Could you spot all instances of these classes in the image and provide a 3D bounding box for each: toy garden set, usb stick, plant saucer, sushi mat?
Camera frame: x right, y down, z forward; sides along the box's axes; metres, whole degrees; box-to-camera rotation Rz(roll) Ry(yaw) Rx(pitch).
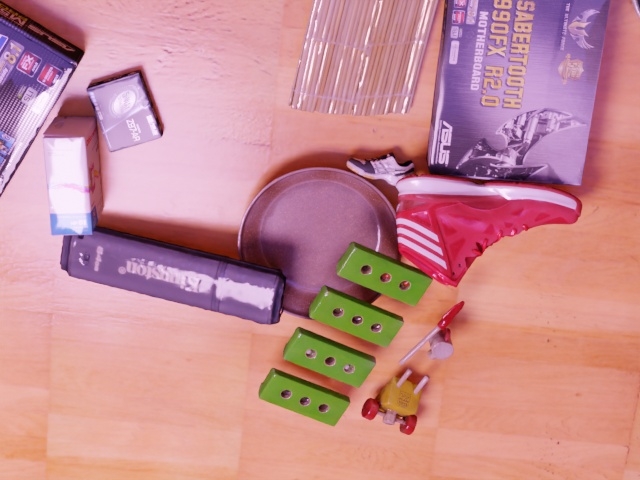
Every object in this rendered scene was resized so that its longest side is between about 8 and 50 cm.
[{"bbox_3d":[0.067,0.125,1.811,0.204,0.049,0.244,23,117,-19],"label":"toy garden set"},{"bbox_3d":[-0.176,0.040,1.784,0.278,0.045,0.077,14,120,6],"label":"usb stick"},{"bbox_3d":[0.000,0.000,1.794,0.199,0.036,0.198,0,111,1],"label":"plant saucer"},{"bbox_3d":[0.066,-0.284,1.650,0.151,0.019,0.316,1,120,-25],"label":"sushi mat"}]

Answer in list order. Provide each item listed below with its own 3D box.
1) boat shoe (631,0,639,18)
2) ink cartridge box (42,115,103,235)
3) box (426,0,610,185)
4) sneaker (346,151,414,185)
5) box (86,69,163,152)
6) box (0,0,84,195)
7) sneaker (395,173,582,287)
[{"bbox_3d":[0.362,-0.378,1.599,0.127,0.113,0.340,-10,111,5],"label":"boat shoe"},{"bbox_3d":[-0.289,-0.078,1.738,0.052,0.088,0.122,-2,111,2],"label":"ink cartridge box"},{"bbox_3d":[0.225,-0.184,1.708,0.183,0.056,0.231,6,112,-1],"label":"box"},{"bbox_3d":[0.072,-0.090,1.763,0.083,0.032,0.037,14,105,-15],"label":"sneaker"},{"bbox_3d":[-0.230,-0.152,1.745,0.067,0.018,0.083,-15,110,7],"label":"box"},{"bbox_3d":[-0.434,-0.159,1.723,0.216,0.060,0.270,31,108,-12],"label":"box"},{"bbox_3d":[0.193,-0.003,1.737,0.221,0.087,0.128,5,82,0],"label":"sneaker"}]
